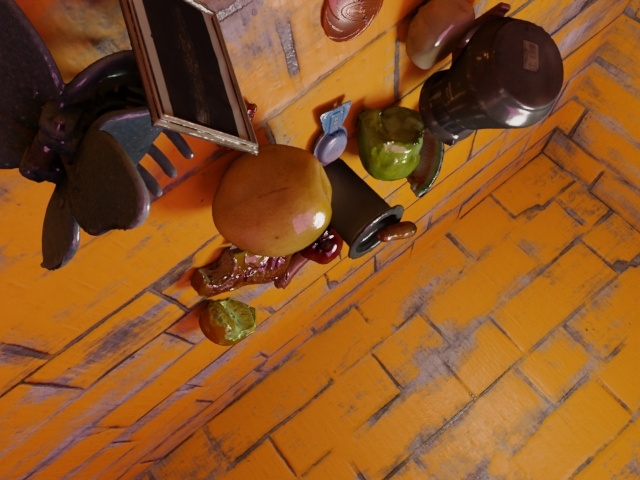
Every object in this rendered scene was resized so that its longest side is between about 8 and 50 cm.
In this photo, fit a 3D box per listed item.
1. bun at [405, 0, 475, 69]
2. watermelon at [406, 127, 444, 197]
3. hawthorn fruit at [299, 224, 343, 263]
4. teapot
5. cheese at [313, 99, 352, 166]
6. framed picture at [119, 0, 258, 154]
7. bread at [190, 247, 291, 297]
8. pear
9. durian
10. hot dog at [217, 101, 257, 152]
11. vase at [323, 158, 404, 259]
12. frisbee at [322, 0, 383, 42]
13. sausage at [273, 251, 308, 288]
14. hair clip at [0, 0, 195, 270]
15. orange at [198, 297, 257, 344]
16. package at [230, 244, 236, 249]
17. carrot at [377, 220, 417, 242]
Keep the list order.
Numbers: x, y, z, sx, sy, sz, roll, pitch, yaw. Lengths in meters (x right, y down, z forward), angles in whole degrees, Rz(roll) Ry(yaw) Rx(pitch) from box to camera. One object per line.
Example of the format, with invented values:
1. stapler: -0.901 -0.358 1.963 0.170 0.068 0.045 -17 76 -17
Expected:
1. bun: 0.312 -0.573 1.266 0.178 0.128 0.193 -34 169 -22
2. watermelon: 0.353 -0.334 1.722 0.289 0.214 0.319 102 -3 -52
3. hawthorn fruit: 0.000 0.000 1.803 0.189 0.189 0.251 -41 167 0
4. teapot: 0.477 -0.481 1.366 0.306 0.375 0.362 5 174 -23
5. cheese: 0.033 -0.311 1.404 0.135 0.052 0.244 -34 157 -24
6. framed picture: -0.205 -0.287 0.733 0.018 0.293 0.231 -23 169 27
7. bread: -0.264 0.093 1.624 0.380 0.109 0.185 -11 145 -49
8. pear: -0.120 -0.105 1.216 0.314 0.314 0.314 -34 158 -16
9. durian: 0.241 -0.308 1.540 0.256 0.204 0.339 -30 150 -18
10. hot dog: -0.197 -0.270 1.110 0.144 0.038 0.062 -52 156 25
11. vase: 0.099 -0.116 1.568 0.245 0.291 0.245 -34 157 -17
12. frisbee: 0.087 -0.540 1.065 0.192 0.035 0.192 -34 157 -17
13. sausage: -0.089 0.089 1.960 0.304 0.078 0.078 -47 158 8
14. hair clip: -0.356 -0.154 0.736 0.318 0.392 0.238 -40 177 36
15. orange: -0.366 0.322 1.800 0.158 0.179 0.237 -51 158 18
16. package: -0.169 -0.069 1.530 0.204 0.062 0.250 -9 139 -55
17. carrot: 0.252 -0.030 1.528 0.186 0.060 0.060 -10 144 -43
